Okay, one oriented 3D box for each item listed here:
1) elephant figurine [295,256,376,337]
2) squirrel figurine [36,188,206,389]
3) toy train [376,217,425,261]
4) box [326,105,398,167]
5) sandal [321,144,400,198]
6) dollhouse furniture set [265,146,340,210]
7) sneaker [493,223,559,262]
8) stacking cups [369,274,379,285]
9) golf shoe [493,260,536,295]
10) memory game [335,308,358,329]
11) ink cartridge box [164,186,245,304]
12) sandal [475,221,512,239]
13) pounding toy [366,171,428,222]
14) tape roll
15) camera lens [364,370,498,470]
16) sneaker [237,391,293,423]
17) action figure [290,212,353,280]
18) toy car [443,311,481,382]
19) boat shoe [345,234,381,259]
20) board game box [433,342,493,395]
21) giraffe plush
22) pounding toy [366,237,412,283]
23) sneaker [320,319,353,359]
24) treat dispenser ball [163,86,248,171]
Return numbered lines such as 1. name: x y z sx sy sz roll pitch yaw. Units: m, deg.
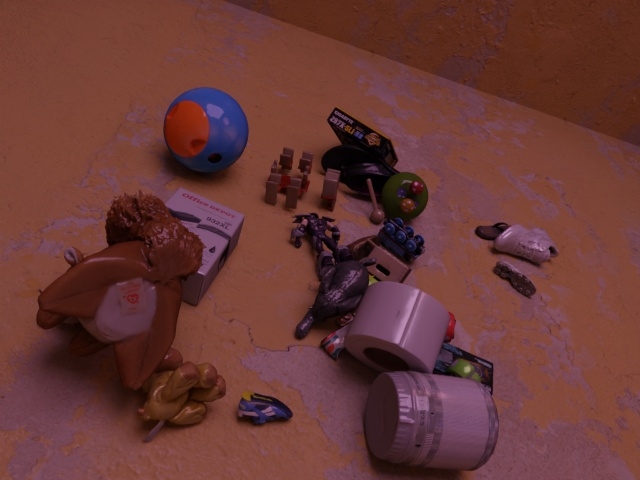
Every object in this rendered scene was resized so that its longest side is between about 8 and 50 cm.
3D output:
1. elephant figurine: 0.045 0.160 1.643 0.169 0.186 0.239 7 20 21
2. squirrel figurine: -0.463 0.085 1.339 0.281 0.370 0.397 46 69 -26
3. toy train: 0.285 0.000 2.027 0.184 0.105 0.080 41 45 22
4. box: 0.178 -0.402 2.339 0.257 0.079 0.322 36 2 16
5. sandal: 0.208 -0.232 2.214 0.445 0.168 0.107 25 33 1
6. dollhouse furniture set: -0.065 -0.202 2.104 0.259 0.135 0.262 12 37 4
7. sneaker: 0.822 0.017 2.279 0.305 0.114 0.152 -1 42 -28
8. stacking cups: 0.215 0.197 1.777 0.316 0.096 0.096 35 38 8
9. golf shoe: 0.734 0.131 2.140 0.176 0.069 0.086 43 36 23
10. memory game: 0.131 0.266 1.702 0.186 0.012 0.186 14 39 -12
11. ink cartridge box: -0.380 0.007 1.652 0.223 0.129 0.307 23 37 1
12. sandal: 0.732 -0.045 2.352 0.219 0.060 0.090 4 41 -23
13. pounding toy: 0.301 -0.158 2.125 0.236 0.183 0.110 -9 7 -11
14. tape roll: 0.204 0.245 1.536 0.246 0.246 0.169 26 63 3
15. camera lens: 0.271 0.436 1.401 0.274 0.219 0.219 10 39 -16
16. sneaker: -0.133 0.404 1.371 0.144 0.059 0.053 24 3 -25
17. action figure: 0.000 0.000 1.894 0.185 0.099 0.285 -5 41 -22
18. toy car: 0.367 0.333 1.643 0.225 0.053 0.239 42 67 18
19. boat shoe: 0.147 0.015 1.972 0.060 0.064 0.178 18 24 33
20. board game box: 0.423 0.377 1.709 0.186 0.026 0.126 24 37 2
21. giraffe plush: -0.345 0.318 1.301 0.210 0.181 0.170 -36 48 -11
22. pounding toy: 0.199 0.080 1.894 0.181 0.094 0.206 36 4 14
23. sneaker: 0.080 0.275 1.623 0.161 0.057 0.075 -26 77 -30
24. treat dispenser ball: -0.391 -0.377 1.980 0.288 0.288 0.288 14 38 -12
